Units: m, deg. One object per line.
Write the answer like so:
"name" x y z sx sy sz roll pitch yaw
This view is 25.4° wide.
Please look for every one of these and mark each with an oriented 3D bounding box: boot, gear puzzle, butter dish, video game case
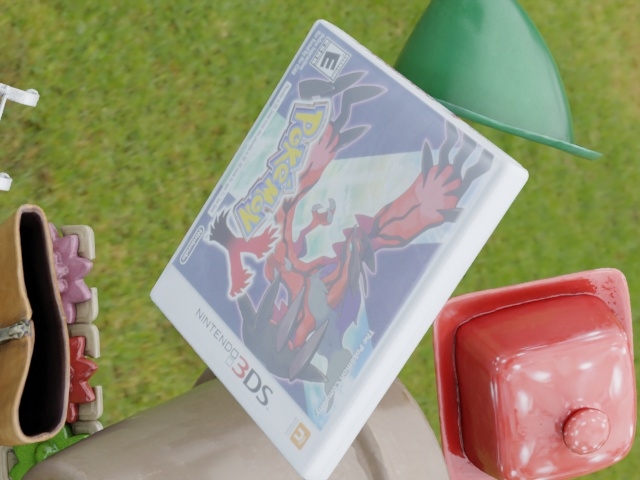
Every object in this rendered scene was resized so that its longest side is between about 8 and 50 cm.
"boot" -0.271 0.028 0.963 0.096 0.280 0.264 8 68 -36
"gear puzzle" -0.258 0.156 1.164 0.044 0.175 0.339 -8 96 -66
"butter dish" 0.174 0.118 1.039 0.159 0.118 0.160 -10 110 -11
"video game case" 0.000 0.000 0.792 0.023 0.183 0.201 21 107 -45

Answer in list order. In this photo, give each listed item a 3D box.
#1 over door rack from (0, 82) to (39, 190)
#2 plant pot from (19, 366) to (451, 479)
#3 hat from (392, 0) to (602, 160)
"over door rack" -0.523 -0.121 1.704 0.324 0.108 0.240 19 94 -4
"plant pot" -0.075 0.200 0.939 0.229 0.263 0.263 -3 79 -42
"hat" 0.129 -0.174 1.007 0.173 0.208 0.184 -31 140 -81
